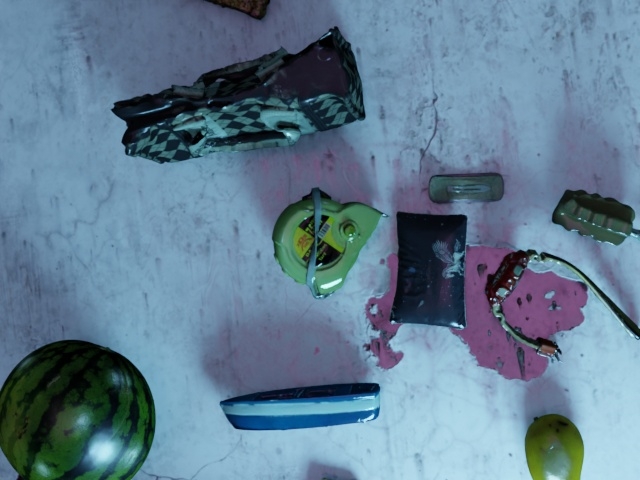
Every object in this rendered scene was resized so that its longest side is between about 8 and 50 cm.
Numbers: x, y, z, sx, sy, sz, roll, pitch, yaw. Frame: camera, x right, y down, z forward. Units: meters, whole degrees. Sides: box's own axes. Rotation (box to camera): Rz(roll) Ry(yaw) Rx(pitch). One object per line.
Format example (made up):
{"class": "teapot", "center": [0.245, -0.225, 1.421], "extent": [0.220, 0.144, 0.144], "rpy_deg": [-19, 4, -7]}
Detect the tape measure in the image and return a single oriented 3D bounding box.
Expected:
{"class": "tape measure", "center": [0.000, 0.000, 1.842], "extent": [0.175, 0.106, 0.200], "rpy_deg": [28, 94, -6]}

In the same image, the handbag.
{"class": "handbag", "center": [-0.138, -0.238, 1.762], "extent": [0.416, 0.317, 0.180], "rpy_deg": [-13, 93, 8]}

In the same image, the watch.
{"class": "watch", "center": [0.420, 0.128, 1.794], "extent": [0.268, 0.102, 0.165], "rpy_deg": [42, 101, -2]}

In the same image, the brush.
{"class": "brush", "center": [0.560, -0.013, 1.785], "extent": [0.301, 0.084, 0.071], "rpy_deg": [20, 59, 1]}

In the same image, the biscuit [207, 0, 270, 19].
{"class": "biscuit", "center": [-0.191, -0.475, 1.918], "extent": [0.199, 0.034, 0.064], "rpy_deg": [20, 91, 7]}

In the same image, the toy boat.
{"class": "toy boat", "center": [-0.038, 0.305, 1.844], "extent": [0.299, 0.096, 0.061], "rpy_deg": [-6, 96, 10]}

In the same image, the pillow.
{"class": "pillow", "center": [0.200, 0.053, 1.835], "extent": [0.141, 0.055, 0.208], "rpy_deg": [3, 88, 14]}

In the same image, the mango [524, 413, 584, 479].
{"class": "mango", "center": [0.416, 0.387, 1.787], "extent": [0.103, 0.076, 0.160], "rpy_deg": [-10, 95, 1]}

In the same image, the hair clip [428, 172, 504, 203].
{"class": "hair clip", "center": [0.266, -0.096, 1.848], "extent": [0.137, 0.022, 0.054], "rpy_deg": [-2, 89, 8]}

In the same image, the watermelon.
{"class": "watermelon", "center": [-0.435, 0.319, 1.802], "extent": [0.285, 0.285, 0.285], "rpy_deg": [0, 88, 8]}

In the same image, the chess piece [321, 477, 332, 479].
{"class": "chess piece", "center": [0.014, 0.534, 1.842], "extent": [0.090, 0.090, 0.200], "rpy_deg": [19, 80, 8]}
